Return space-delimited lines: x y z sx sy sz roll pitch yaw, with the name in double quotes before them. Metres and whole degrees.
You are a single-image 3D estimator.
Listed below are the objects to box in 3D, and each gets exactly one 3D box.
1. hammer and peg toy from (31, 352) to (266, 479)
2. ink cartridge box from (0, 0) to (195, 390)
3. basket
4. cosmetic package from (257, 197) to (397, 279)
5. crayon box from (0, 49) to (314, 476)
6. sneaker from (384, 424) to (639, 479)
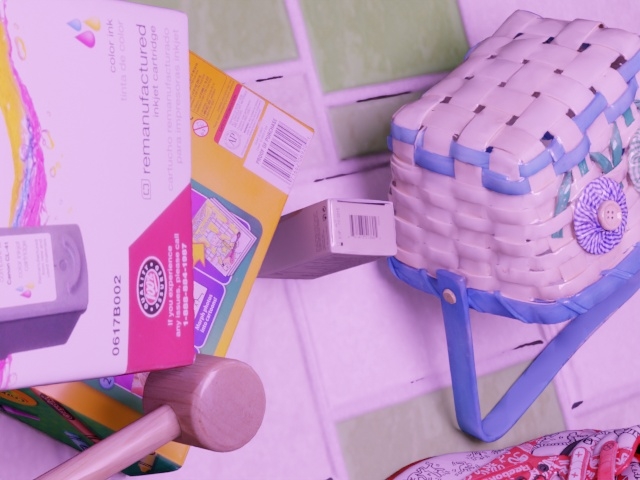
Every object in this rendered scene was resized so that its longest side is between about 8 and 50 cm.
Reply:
"hammer and peg toy" -0.132 0.257 1.035 0.266 0.127 0.361 -12 102 -34
"ink cartridge box" -0.206 -0.029 0.902 0.306 0.131 0.226 -2 92 -60
"basket" 0.173 -0.011 1.299 0.255 0.201 0.289 -45 140 -30
"cosmetic package" 0.000 0.000 1.217 0.060 0.115 0.041 3 79 -34
"crayon box" -0.131 0.004 1.151 0.165 0.081 0.278 32 66 -24
"sneaker" 0.160 0.199 1.267 0.270 0.145 0.090 -11 87 -34
